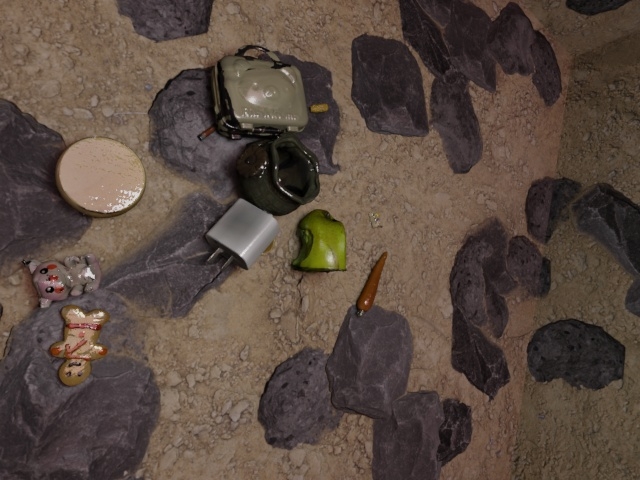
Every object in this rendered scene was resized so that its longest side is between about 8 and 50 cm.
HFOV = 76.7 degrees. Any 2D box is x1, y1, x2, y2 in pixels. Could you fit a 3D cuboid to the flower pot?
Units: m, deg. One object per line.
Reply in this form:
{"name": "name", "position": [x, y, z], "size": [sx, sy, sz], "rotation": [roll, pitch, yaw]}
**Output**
{"name": "flower pot", "position": [-0.156, -0.246, 1.479], "size": [0.301, 0.213, 0.302], "rotation": [24, 58, -46]}

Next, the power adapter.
{"name": "power adapter", "position": [-0.293, 0.000, 1.433], "size": [0.186, 0.124, 0.255], "rotation": [30, 66, 17]}

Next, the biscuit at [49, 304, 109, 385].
{"name": "biscuit", "position": [-0.729, 0.320, 1.229], "size": [0.153, 0.030, 0.235], "rotation": [15, 79, -28]}

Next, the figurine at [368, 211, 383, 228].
{"name": "figurine", "position": [0.258, -0.097, 1.859], "size": [0.047, 0.050, 0.083], "rotation": [-32, 104, -35]}

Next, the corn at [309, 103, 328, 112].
{"name": "corn", "position": [-0.006, -0.567, 1.735], "size": [0.092, 0.037, 0.037], "rotation": [-15, 95, -29]}

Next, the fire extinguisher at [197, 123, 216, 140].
{"name": "fire extinguisher", "position": [-0.413, -0.398, 1.479], "size": [0.028, 0.022, 0.083], "rotation": [39, 64, 9]}

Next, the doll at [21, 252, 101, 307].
{"name": "doll", "position": [-0.752, 0.109, 1.191], "size": [0.191, 0.095, 0.150], "rotation": [-12, 87, -30]}

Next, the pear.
{"name": "pear", "position": [0.000, 0.000, 1.582], "size": [0.163, 0.238, 0.256], "rotation": [9, 83, -25]}

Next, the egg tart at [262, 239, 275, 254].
{"name": "egg tart", "position": [-0.221, -0.007, 1.556], "size": [0.128, 0.049, 0.129], "rotation": [2, 87, -33]}

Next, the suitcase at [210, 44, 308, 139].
{"name": "suitcase", "position": [-0.228, -0.556, 1.501], "size": [0.351, 0.194, 0.340], "rotation": [-5, 83, -32]}

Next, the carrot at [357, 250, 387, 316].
{"name": "carrot", "position": [0.234, 0.189, 1.820], "size": [0.069, 0.069, 0.336], "rotation": [35, 67, -25]}

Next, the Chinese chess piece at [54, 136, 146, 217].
{"name": "Chinese chess piece", "position": [-0.677, -0.195, 1.256], "size": [0.250, 0.097, 0.251], "rotation": [2, 86, -33]}

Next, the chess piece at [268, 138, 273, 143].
{"name": "chess piece", "position": [-0.186, -0.390, 1.611], "size": [0.093, 0.042, 0.042], "rotation": [-41, 108, -34]}
